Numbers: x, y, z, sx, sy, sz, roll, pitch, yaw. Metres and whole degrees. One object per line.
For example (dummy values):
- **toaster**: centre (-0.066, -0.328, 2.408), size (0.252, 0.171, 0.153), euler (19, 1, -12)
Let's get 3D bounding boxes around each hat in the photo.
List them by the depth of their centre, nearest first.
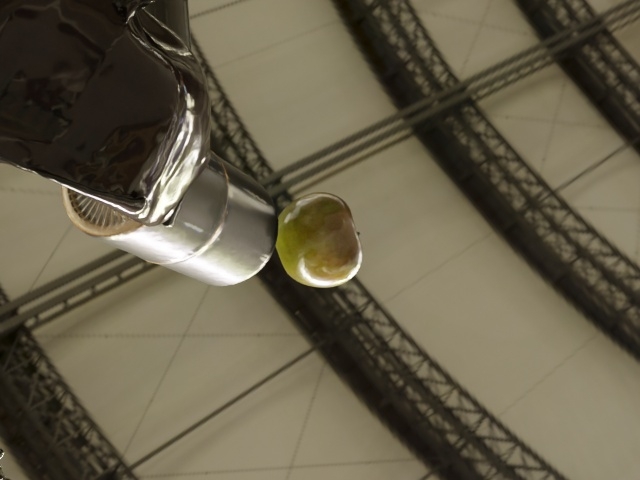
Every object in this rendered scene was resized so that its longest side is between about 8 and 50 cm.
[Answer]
- **hat**: centre (-0.198, -0.127, 0.598), size (0.336, 0.238, 0.208), euler (7, -82, -35)

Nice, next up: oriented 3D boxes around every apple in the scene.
- **apple**: centre (0.000, 0.000, 0.999), size (0.089, 0.075, 0.089), euler (-19, -90, -79)

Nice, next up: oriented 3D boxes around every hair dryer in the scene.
- **hair dryer**: centre (-0.123, -0.144, 0.932), size (0.189, 0.107, 0.352), euler (32, -130, -60)

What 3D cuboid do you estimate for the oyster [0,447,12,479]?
- **oyster**: centre (-0.233, 0.219, 0.614), size (0.162, 0.351, 0.158), euler (-19, -105, -32)
